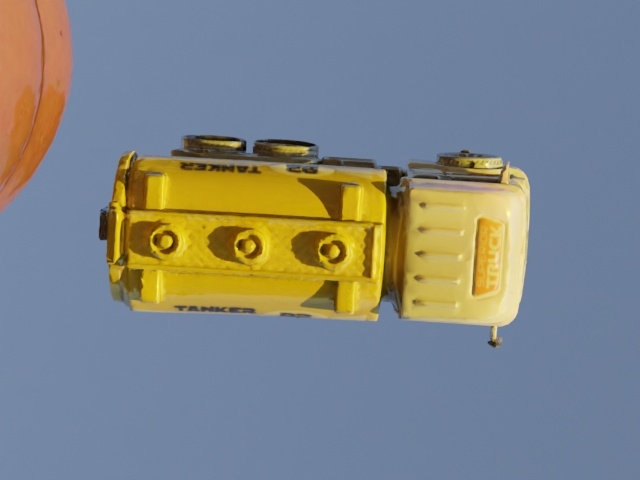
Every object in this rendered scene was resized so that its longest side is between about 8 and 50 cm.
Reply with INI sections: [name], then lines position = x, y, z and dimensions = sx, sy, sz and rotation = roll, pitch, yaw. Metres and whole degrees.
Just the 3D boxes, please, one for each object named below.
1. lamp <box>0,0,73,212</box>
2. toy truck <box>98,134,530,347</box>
[lamp]
position = -0.262, -0.068, 0.815
dimensions = 0.305, 0.305, 0.239
rotation = 12, -82, 26
[toy truck]
position = 0.000, 0.000, 1.004
dimensions = 0.227, 0.114, 0.098
rotation = 3, -82, 1
